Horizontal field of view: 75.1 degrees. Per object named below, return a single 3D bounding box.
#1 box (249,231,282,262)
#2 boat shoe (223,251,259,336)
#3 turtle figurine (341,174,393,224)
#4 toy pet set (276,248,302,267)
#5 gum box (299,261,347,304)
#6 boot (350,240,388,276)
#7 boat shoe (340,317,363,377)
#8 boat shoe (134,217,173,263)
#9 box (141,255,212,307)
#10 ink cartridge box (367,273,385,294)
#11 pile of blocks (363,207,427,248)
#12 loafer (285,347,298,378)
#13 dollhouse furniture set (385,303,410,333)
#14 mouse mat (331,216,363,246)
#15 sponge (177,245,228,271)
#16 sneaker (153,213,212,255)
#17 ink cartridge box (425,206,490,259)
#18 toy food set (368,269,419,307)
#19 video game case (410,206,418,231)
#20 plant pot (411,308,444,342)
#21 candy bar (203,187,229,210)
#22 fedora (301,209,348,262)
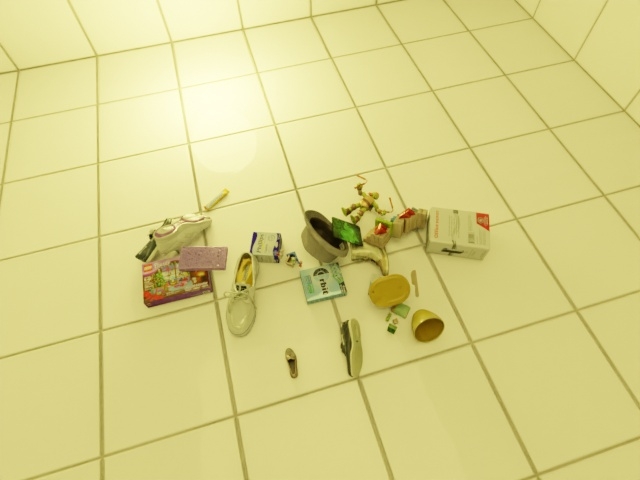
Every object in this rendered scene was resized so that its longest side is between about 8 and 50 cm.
[{"bbox_3d":[-0.255,0.032,1.953,0.137,0.072,0.126,2,58,3],"label":"box"},{"bbox_3d":[-0.333,0.217,1.778,0.135,0.156,0.368,6,67,4],"label":"boat shoe"},{"bbox_3d":[0.211,-0.189,2.071,0.217,0.087,0.270,-36,73,-14],"label":"turtle figurine"},{"bbox_3d":[-0.126,0.075,1.900,0.122,0.114,0.065,22,71,14],"label":"toy pet set"},{"bbox_3d":[0.011,0.191,1.868,0.184,0.041,0.157,-12,59,-7],"label":"gum box"},{"bbox_3d":[0.222,0.081,1.911,0.164,0.077,0.213,-6,51,-4],"label":"boot"},{"bbox_3d":[0.122,0.442,1.705,0.079,0.084,0.233,-21,60,33],"label":"boat shoe"},{"bbox_3d":[-0.785,-0.010,1.973,0.079,0.095,0.255,32,66,-20],"label":"boat shoe"},{"bbox_3d":[-0.650,0.171,1.883,0.292,0.057,0.201,-14,58,-7],"label":"box"},{"bbox_3d":[0.279,0.208,1.846,0.122,0.052,0.089,12,61,10],"label":"ink cartridge box"},{"bbox_3d":[0.357,-0.095,1.954,0.361,0.113,0.149,-24,43,-24],"label":"pile of blocks"},{"bbox_3d":[-0.116,0.492,1.686,0.045,0.039,0.125,-13,59,-6],"label":"loafer"},{"bbox_3d":[0.327,0.318,1.773,0.076,0.059,0.152,25,62,15],"label":"dollhouse furniture set"},{"bbox_3d":[0.125,-0.044,1.957,0.152,0.007,0.190,18,31,-13],"label":"mouse mat"},{"bbox_3d":[-0.530,0.081,1.886,0.209,0.031,0.117,-1,57,-3],"label":"sponge"},{"bbox_3d":[-0.651,-0.031,1.986,0.114,0.152,0.305,25,38,32],"label":"sneaker"},{"bbox_3d":[0.638,-0.034,1.951,0.272,0.114,0.197,8,60,5],"label":"ink cartridge box"},{"bbox_3d":[0.309,0.209,1.782,0.217,0.071,0.128,-14,86,-3],"label":"toy food set"},{"bbox_3d":[0.463,-0.105,2.060,0.087,0.011,0.122,31,64,19],"label":"video game case"},{"bbox_3d":[0.432,0.341,1.729,0.134,0.134,0.095,-13,33,-7],"label":"plant pot"},{"bbox_3d":[-0.535,-0.209,2.139,0.040,0.018,0.161,34,64,20],"label":"candy bar"},{"bbox_3d":[0.000,0.000,1.907,0.275,0.243,0.124,47,114,13],"label":"fedora"}]
